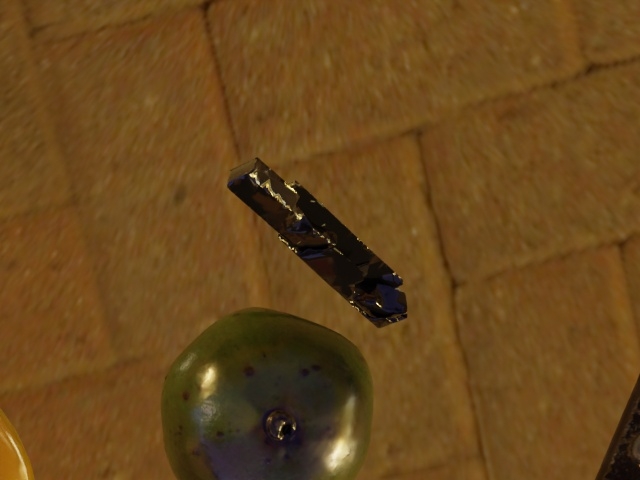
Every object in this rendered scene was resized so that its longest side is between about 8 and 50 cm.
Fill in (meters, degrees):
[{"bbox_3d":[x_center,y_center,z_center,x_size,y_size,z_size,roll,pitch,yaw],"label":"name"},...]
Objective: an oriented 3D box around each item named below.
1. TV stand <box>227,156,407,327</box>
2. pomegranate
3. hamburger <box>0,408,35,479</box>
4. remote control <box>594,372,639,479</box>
[{"bbox_3d":[0.000,0.000,1.800,0.036,0.042,0.249,-21,136,29],"label":"TV stand"},{"bbox_3d":[-0.047,0.144,1.651,0.187,0.225,0.187,0,94,-4],"label":"pomegranate"},{"bbox_3d":[-0.331,0.198,1.302,0.276,0.179,0.294,-2,87,-38],"label":"hamburger"},{"bbox_3d":[0.161,0.091,0.762,0.266,0.090,0.066,-61,137,-25],"label":"remote control"}]
